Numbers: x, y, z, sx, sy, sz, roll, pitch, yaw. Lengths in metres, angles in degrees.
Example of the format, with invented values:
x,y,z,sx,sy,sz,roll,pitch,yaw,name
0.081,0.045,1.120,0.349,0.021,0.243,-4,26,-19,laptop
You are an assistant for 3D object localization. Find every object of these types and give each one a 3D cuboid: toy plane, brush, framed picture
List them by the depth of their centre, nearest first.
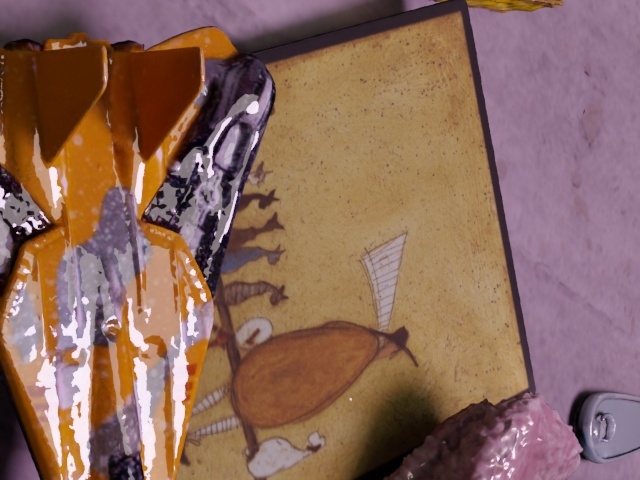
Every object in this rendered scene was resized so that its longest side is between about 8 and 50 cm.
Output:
x,y,z,sx,sy,sz,roll,pitch,yaw,name
-0.105,0.060,0.863,0.204,0.103,0.316,-4,100,-38,toy plane
-0.004,0.020,1.034,0.339,0.014,0.255,-21,104,-45,framed picture
0.284,0.131,1.378,0.297,0.060,0.068,0,91,-52,brush

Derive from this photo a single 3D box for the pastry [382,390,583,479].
x,y,z,sx,sy,sz,roll,pitch,yaw,name
0.048,0.200,1.032,0.265,0.112,0.103,-63,141,-27,pastry

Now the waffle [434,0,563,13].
x,y,z,sx,sy,sz,roll,pitch,yaw,name
0.070,-0.255,1.134,0.229,0.057,0.219,1,87,-51,waffle
